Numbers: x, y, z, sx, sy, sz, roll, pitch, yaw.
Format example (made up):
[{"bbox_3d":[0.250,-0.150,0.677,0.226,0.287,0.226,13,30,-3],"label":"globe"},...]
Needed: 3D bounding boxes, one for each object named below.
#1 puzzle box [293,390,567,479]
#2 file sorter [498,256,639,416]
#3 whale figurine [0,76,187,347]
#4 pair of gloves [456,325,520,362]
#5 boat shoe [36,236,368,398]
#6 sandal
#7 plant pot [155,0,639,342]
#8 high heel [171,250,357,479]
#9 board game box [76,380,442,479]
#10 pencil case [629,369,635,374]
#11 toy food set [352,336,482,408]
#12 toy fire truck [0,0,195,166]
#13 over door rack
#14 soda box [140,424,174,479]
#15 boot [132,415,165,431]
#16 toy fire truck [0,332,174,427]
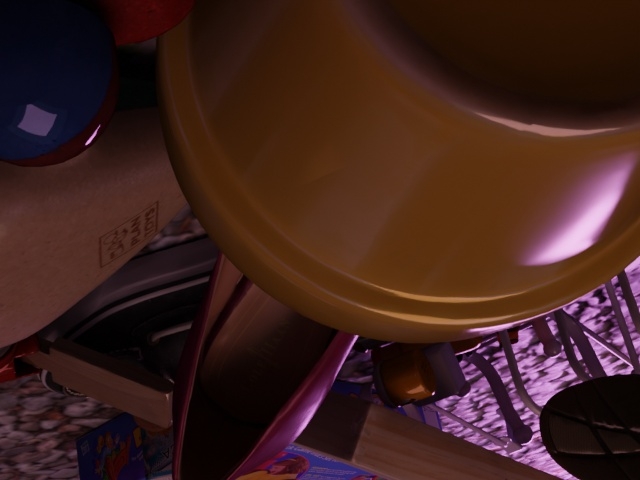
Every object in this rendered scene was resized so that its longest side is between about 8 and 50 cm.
[{"bbox_3d":[0.115,0.211,1.125,0.409,0.052,0.272,26,168,-31],"label":"puzzle box"},{"bbox_3d":[0.291,0.023,0.985,0.193,0.173,0.278,10,146,-38],"label":"file sorter"},{"bbox_3d":[-0.161,-0.049,0.720,0.272,0.141,0.216,-31,160,-21],"label":"whale figurine"},{"bbox_3d":[0.154,0.084,1.167,0.083,0.074,0.010,-21,118,19],"label":"pair of gloves"},{"bbox_3d":[-0.090,0.073,0.968,0.335,0.119,0.121,-24,152,22],"label":"boat shoe"},{"bbox_3d":[0.271,0.133,0.931,0.219,0.090,0.060,-14,176,-9],"label":"sandal"},{"bbox_3d":[0.062,-0.092,0.488,0.254,0.254,0.239,-8,173,-9],"label":"plant pot"},{"bbox_3d":[0.000,0.000,0.720,0.127,0.181,0.377,21,133,4],"label":"high heel"},{"bbox_3d":[-0.057,0.232,1.352,0.233,0.078,0.347,-31,149,33],"label":"board game box"},{"bbox_3d":[0.500,0.110,1.174,0.410,0.160,0.183,-27,156,-4],"label":"pencil case"},{"bbox_3d":[0.058,0.087,1.056,0.105,0.111,0.232,-23,-177,20],"label":"toy food set"},{"bbox_3d":[-0.161,-0.120,0.395,0.302,0.253,0.169,-10,154,-5],"label":"toy fire truck"},{"bbox_3d":[0.233,0.176,1.341,0.240,0.108,0.324,-28,150,30],"label":"over door rack"},{"bbox_3d":[-0.122,0.219,1.144,0.063,0.058,0.183,-10,151,-2],"label":"soda box"},{"bbox_3d":[-0.137,0.128,1.091,0.087,0.118,0.042,-19,117,-36],"label":"boot"},{"bbox_3d":[-0.239,0.075,0.889,0.246,0.158,0.217,-13,155,-20],"label":"toy fire truck"}]
